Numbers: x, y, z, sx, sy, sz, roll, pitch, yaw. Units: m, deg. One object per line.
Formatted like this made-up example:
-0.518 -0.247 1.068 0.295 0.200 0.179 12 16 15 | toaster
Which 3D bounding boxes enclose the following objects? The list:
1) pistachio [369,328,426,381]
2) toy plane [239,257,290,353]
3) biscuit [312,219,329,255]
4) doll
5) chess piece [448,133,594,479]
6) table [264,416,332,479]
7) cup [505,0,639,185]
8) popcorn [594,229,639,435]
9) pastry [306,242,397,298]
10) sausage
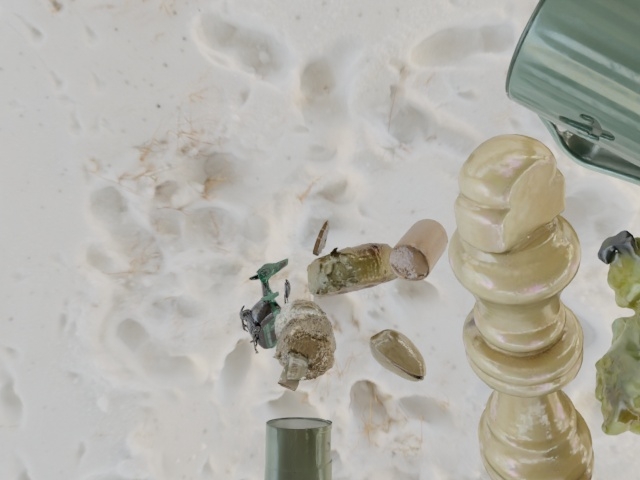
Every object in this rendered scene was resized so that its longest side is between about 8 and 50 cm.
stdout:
0.220 0.324 1.653 0.185 0.126 0.108 35 103 13 | pistachio
-0.152 0.204 1.727 0.155 0.382 0.106 -22 46 -19 | toy plane
0.000 0.000 1.835 0.019 0.130 0.119 16 131 10 | biscuit
-0.027 0.177 1.018 0.115 0.221 0.105 36 99 -10 | doll
0.177 0.084 0.521 0.117 0.117 0.397 -19 126 2 | chess piece
-0.041 0.444 1.070 0.126 0.126 0.220 0 83 2 | table
0.512 -0.243 0.859 0.392 0.401 0.310 41 103 21 | cup
0.501 0.171 0.794 0.237 0.293 0.293 14 89 -19 | popcorn
0.097 0.098 1.898 0.329 0.329 0.136 -13 82 2 | pastry
0.273 0.028 1.636 0.123 0.253 0.123 7 108 21 | sausage
